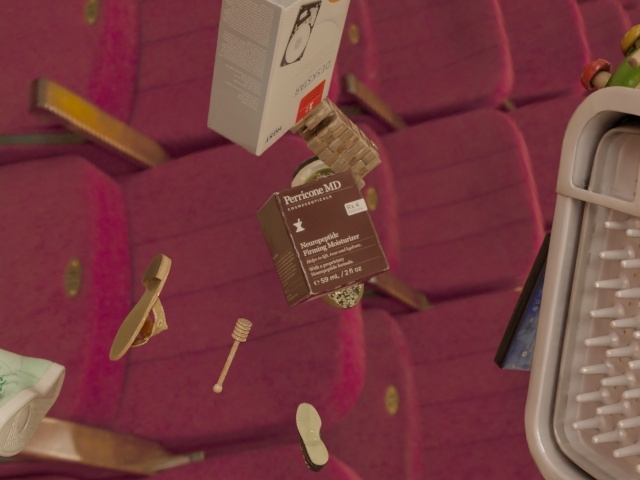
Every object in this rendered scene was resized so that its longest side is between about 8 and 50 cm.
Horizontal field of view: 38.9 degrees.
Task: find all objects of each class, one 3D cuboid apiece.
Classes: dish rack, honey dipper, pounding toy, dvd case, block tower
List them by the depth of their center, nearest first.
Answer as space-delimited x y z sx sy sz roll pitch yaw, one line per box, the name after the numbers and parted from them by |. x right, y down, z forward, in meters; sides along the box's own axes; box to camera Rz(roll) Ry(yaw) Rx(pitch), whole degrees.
0.274 0.068 0.648 0.072 0.285 0.332 -2 105 -27 | dish rack
0.350 0.085 1.120 0.253 0.180 0.022 7 23 -25 | dvd case
0.456 -0.262 1.311 0.110 0.183 0.237 49 -12 24 | pounding toy
-0.174 0.227 1.765 0.030 0.030 0.160 -10 126 -62 | honey dipper
-0.013 -0.247 1.826 0.335 0.097 0.091 44 16 -25 | block tower

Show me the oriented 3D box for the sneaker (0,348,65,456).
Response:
-0.487 0.232 1.336 0.256 0.151 0.094 -89 -165 -80 | sneaker

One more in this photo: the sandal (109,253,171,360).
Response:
-0.331 0.146 1.801 0.079 0.088 0.240 36 57 -29 | sandal

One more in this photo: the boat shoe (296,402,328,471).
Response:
-0.020 0.366 1.689 0.049 0.042 0.133 -2 50 -21 | boat shoe

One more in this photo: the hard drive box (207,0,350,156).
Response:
-0.050 -0.255 1.166 0.181 0.089 0.232 -47 162 -39 | hard drive box

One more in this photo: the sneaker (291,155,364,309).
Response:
0.034 0.018 2.026 0.182 0.158 0.410 -123 -165 -52 | sneaker

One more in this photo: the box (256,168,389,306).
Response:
0.000 0.000 1.730 0.168 0.167 0.203 -18 83 -19 | box
